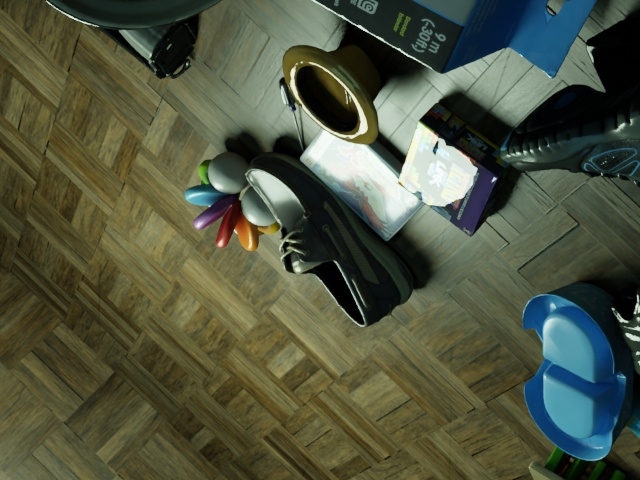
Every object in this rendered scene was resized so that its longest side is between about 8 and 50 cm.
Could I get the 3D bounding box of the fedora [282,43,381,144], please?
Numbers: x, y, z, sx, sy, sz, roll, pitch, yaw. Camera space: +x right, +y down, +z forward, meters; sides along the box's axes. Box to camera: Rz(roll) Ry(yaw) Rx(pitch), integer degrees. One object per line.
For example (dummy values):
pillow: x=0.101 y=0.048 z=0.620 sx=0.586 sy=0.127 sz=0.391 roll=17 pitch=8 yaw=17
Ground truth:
fedora: x=0.031 y=-0.227 z=1.908 sx=0.194 sy=0.079 sz=0.194 roll=35 pitch=158 yaw=17

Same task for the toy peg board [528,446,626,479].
toy peg board: x=0.456 y=0.423 z=2.266 sx=0.161 sy=0.079 sz=0.160 roll=29 pitch=165 yaw=28

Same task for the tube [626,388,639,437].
tube: x=0.437 y=0.222 z=2.028 sx=0.207 sy=0.052 sz=0.080 roll=42 pitch=142 yaw=17

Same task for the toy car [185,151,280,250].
toy car: x=-0.162 y=-0.058 z=2.330 sx=0.182 sy=0.136 sz=0.159 roll=44 pitch=160 yaw=-1

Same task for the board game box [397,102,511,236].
board game box: x=0.192 y=-0.099 z=1.902 sx=0.141 sy=0.048 sz=0.170 roll=38 pitch=152 yaw=14

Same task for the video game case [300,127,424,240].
video game case: x=0.069 y=-0.102 z=2.091 sx=0.201 sy=0.023 sz=0.183 roll=43 pitch=153 yaw=1

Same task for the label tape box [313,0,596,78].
label tape box: x=0.145 y=-0.328 z=1.507 sx=0.348 sy=0.115 sz=0.249 roll=32 pitch=144 yaw=7

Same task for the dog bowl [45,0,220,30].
dog bowl: x=-0.224 y=-0.471 z=1.601 sx=0.150 sy=0.408 sz=0.408 roll=46 pitch=159 yaw=39

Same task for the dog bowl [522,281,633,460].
dog bowl: x=0.389 y=0.189 z=1.955 sx=0.166 sy=0.074 sz=0.297 roll=27 pitch=138 yaw=40

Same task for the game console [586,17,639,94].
game console: x=0.472 y=-0.157 z=1.449 sx=0.361 sy=0.044 sz=0.213 roll=3 pitch=133 yaw=51

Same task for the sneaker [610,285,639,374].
sneaker: x=0.485 y=0.103 z=1.735 sx=0.130 sy=0.109 sz=0.286 roll=55 pitch=149 yaw=-8

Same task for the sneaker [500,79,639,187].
sneaker: x=0.342 y=-0.107 z=1.520 sx=0.139 sy=0.125 sz=0.341 roll=49 pitch=156 yaw=-19

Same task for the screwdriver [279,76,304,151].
screwdriver: x=-0.040 y=-0.202 z=2.114 sx=0.024 sy=0.025 sz=0.170 roll=27 pitch=157 yaw=29

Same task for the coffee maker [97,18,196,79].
coffee maker: x=-0.302 y=-0.351 z=2.141 sx=0.178 sy=0.120 sz=0.171 roll=40 pitch=153 yaw=10

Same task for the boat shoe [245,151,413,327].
boat shoe: x=0.000 y=0.000 z=2.209 sx=0.355 sy=0.130 sz=0.132 roll=44 pitch=153 yaw=0
